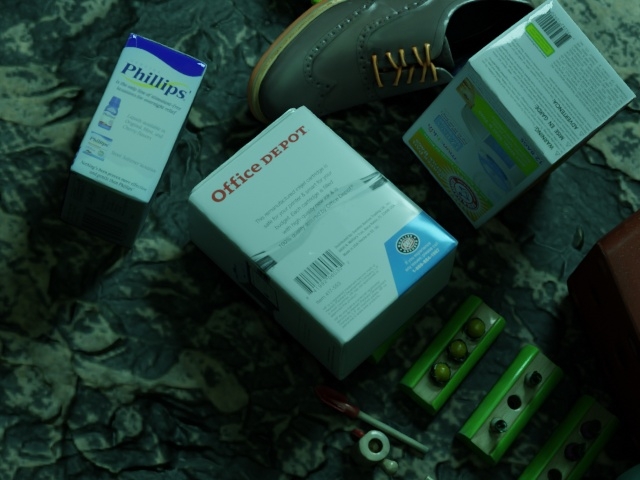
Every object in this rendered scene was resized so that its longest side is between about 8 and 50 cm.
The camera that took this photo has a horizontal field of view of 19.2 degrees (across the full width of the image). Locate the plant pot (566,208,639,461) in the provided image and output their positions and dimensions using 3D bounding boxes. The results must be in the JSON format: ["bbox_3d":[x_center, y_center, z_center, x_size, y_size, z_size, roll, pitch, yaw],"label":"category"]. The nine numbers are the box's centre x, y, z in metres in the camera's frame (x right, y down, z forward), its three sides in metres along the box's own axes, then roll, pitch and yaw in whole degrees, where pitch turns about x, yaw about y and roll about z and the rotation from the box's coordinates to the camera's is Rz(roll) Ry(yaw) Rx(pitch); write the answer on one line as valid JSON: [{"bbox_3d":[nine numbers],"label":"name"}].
[{"bbox_3d":[0.361,0.061,1.619,0.235,0.267,0.267,-20,79,-5],"label":"plant pot"}]

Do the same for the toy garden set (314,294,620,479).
[{"bbox_3d":[0.115,0.151,1.627,0.244,0.049,0.204,40,69,1],"label":"toy garden set"}]

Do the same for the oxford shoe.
[{"bbox_3d":[0.063,-0.171,1.665,0.271,0.098,0.097,-29,125,-14],"label":"oxford shoe"}]

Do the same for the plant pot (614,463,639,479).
[{"bbox_3d":[0.330,0.316,1.529,0.271,0.272,0.255,9,57,-11],"label":"plant pot"}]

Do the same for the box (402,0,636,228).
[{"bbox_3d":[0.167,-0.105,1.635,0.103,0.203,0.114,-38,87,-20],"label":"box"}]

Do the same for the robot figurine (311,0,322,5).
[{"bbox_3d":[0.019,-0.255,1.718,0.115,0.067,0.101,14,82,-9],"label":"robot figurine"}]

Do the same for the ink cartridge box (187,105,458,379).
[{"bbox_3d":[0.000,0.000,1.605,0.139,0.082,0.190,-40,69,-21],"label":"ink cartridge box"}]

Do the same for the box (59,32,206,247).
[{"bbox_3d":[-0.159,-0.082,1.590,0.072,0.126,0.137,23,69,-4],"label":"box"}]
